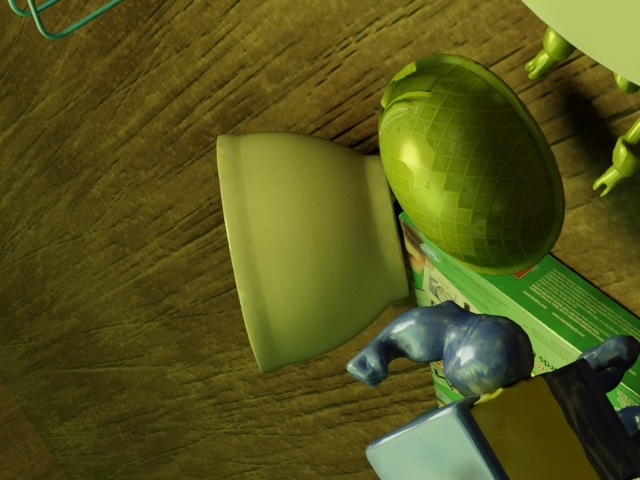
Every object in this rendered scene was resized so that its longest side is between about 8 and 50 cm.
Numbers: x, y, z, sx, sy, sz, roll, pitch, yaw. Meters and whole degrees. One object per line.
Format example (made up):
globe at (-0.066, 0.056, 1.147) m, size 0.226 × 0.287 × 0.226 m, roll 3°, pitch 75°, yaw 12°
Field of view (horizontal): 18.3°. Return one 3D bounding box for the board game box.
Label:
board game box at (0.178, 0.122, 1.237) m, size 0.317 × 0.046 × 0.213 m, roll 39°, pitch 155°, yaw 38°

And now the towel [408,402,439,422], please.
towel at (0.092, 0.165, 1.468) m, size 0.029 × 0.067 × 0.119 m, roll 43°, pitch 157°, yaw 35°

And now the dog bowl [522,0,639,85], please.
dog bowl at (0.145, -0.178, 0.708) m, size 0.265 × 0.104 × 0.265 m, roll 37°, pitch 151°, yaw 25°

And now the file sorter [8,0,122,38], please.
file sorter at (-0.220, -0.246, 1.491) m, size 0.170 × 0.104 × 0.118 m, roll 39°, pitch 154°, yaw 40°

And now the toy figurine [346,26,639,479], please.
toy figurine at (0.109, 0.079, 0.974) m, size 0.191 × 0.217 × 0.363 m, roll -28°, pitch 91°, yaw 45°

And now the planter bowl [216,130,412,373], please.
planter bowl at (0.000, 0.000, 1.318) m, size 0.162 × 0.109 × 0.162 m, roll -10°, pitch -90°, yaw -88°
